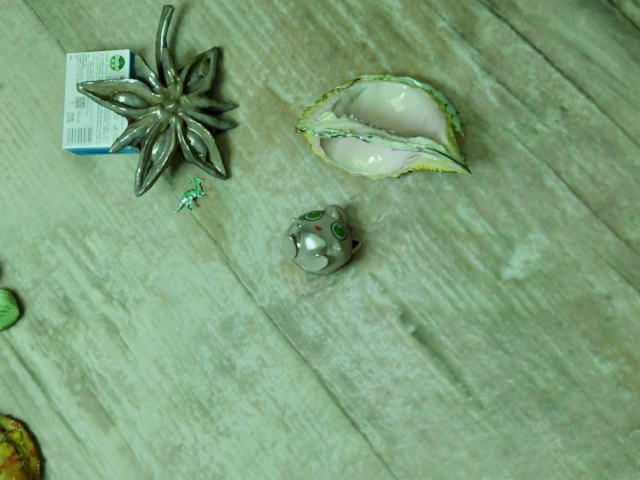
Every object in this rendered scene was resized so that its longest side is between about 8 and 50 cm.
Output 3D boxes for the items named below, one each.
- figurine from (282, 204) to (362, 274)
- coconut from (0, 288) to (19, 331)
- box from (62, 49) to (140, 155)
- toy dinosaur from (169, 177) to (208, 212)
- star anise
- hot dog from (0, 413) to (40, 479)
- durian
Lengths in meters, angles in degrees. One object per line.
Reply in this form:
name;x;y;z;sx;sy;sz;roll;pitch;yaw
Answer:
figurine;0.000;0.000;1.401;0.125;0.138;0.125;15;121;26
coconut;-0.644;0.142;1.545;0.088;0.088;0.096;-35;50;7
box;-0.429;-0.271;1.538;0.139;0.073;0.194;0;85;12
toy dinosaur;-0.258;-0.089;1.514;0.083;0.021;0.062;-9;76;7
star anise;-0.288;-0.254;1.479;0.292;0.109;0.349;-34;97;-30
hot dog;-0.639;0.423;1.493;0.257;0.150;0.153;45;105;12
durian;0.125;-0.213;1.384;0.305;0.185;0.195;8;68;9
